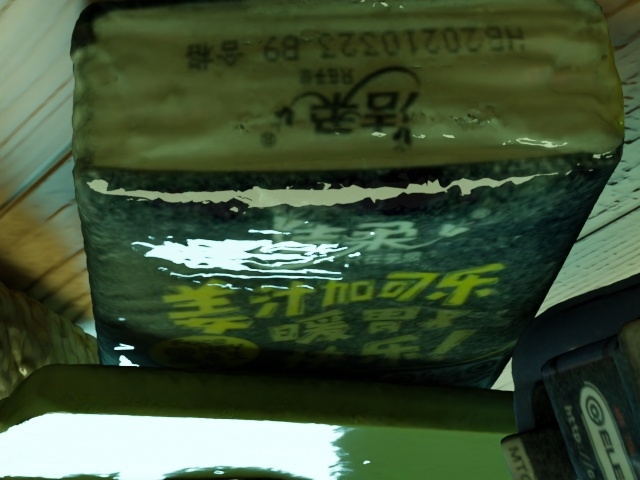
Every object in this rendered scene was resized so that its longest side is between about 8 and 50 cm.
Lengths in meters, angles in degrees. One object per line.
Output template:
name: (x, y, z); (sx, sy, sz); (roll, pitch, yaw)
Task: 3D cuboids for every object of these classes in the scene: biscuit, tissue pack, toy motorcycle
biscuit: (-0.151, 0.065, 0.796); (0.070, 0.082, 0.168); (-13, 154, 13)
tissue pack: (0.000, 0.000, 0.674); (0.185, 0.081, 0.257); (-4, 157, -7)
biscuit: (0.009, 0.084, 0.724); (0.322, 0.038, 0.099); (7, 151, -28)
toy motorcycle: (0.239, 0.034, 0.668); (0.358, 0.125, 0.212); (-19, 175, -22)
